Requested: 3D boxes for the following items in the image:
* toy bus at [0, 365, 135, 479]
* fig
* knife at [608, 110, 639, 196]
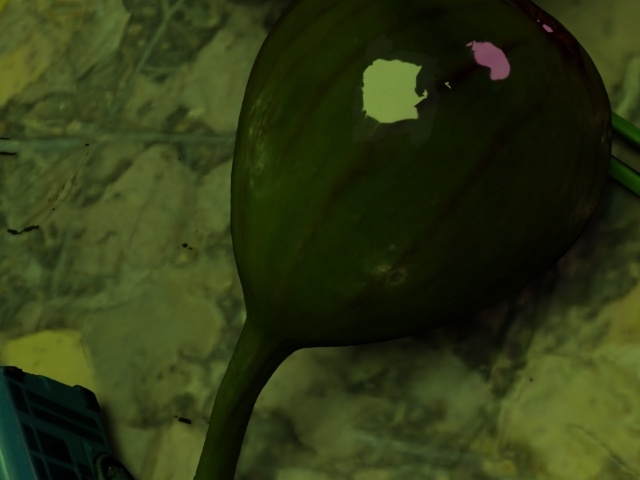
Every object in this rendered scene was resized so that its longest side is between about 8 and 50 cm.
[{"bbox_3d":[-0.125,0.145,0.576,0.090,0.106,0.184,-35,57,12],"label":"toy bus"},{"bbox_3d":[0.000,0.000,0.561,0.259,0.151,0.151,-46,55,17],"label":"fig"},{"bbox_3d":[0.080,-0.070,0.624,0.212,0.015,0.054,39,89,34],"label":"knife"}]
